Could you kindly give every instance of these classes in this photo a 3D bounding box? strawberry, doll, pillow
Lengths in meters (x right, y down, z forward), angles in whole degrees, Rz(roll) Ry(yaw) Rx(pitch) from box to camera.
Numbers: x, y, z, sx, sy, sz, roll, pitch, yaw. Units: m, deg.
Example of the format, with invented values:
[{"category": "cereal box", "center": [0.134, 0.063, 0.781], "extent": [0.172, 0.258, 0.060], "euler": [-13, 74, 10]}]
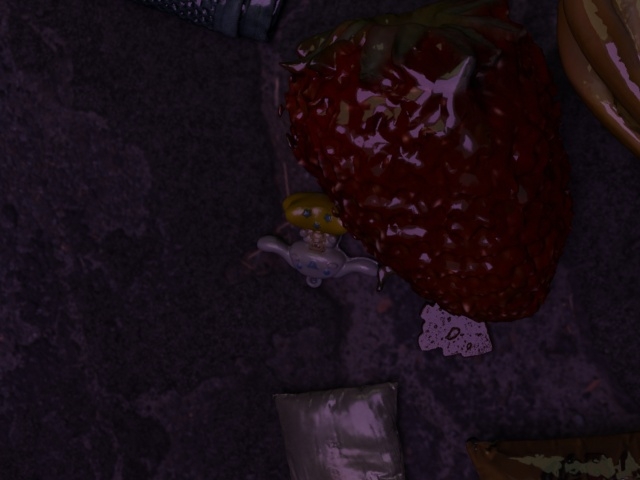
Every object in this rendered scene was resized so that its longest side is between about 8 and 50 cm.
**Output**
[{"category": "strawberry", "center": [0.109, -0.072, 1.312], "extent": [0.292, 0.292, 0.343], "euler": [-4, 109, 14]}, {"category": "doll", "center": [-0.008, -0.002, 1.443], "extent": [0.135, 0.071, 0.113], "euler": [-9, 112, 21]}, {"category": "pillow", "center": [0.334, 0.339, 1.359], "extent": [0.310, 0.119, 0.312], "euler": [-10, 95, 18]}, {"category": "pillow", "center": [0.035, 0.276, 1.463], "extent": [0.148, 0.050, 0.229], "euler": [-10, 91, 10]}]

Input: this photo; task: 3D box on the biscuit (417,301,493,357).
[{"category": "biscuit", "center": [0.153, 0.097, 1.431], "extent": [0.092, 0.016, 0.082], "euler": [27, 97, 9]}]

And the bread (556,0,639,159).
[{"category": "bread", "center": [0.357, -0.165, 1.235], "extent": [0.316, 0.270, 0.211], "euler": [39, 118, 1]}]

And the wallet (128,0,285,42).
[{"category": "wallet", "center": [-0.182, -0.380, 1.435], "extent": [0.342, 0.075, 0.237], "euler": [21, 103, 10]}]
